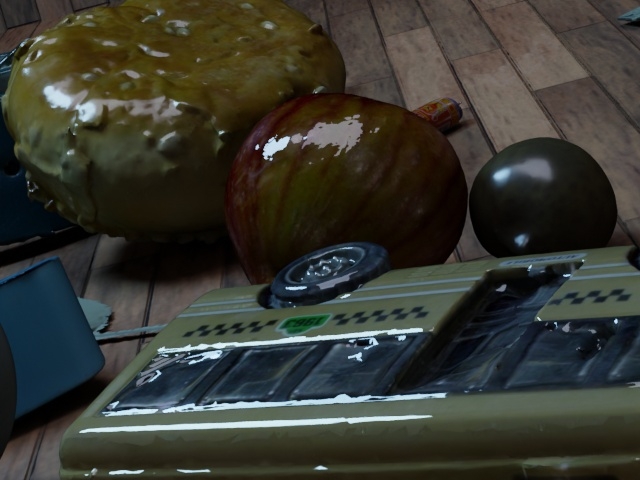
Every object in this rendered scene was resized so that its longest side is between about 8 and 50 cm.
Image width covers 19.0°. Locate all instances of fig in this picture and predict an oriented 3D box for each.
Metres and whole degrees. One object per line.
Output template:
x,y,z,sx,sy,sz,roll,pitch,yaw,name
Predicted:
-0.002,-0.003,1.362,0.175,0.175,0.207,5,51,50,fig

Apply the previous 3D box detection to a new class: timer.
-0.304,0.105,1.410,0.232,0.091,0.250,-29,8,-28,timer

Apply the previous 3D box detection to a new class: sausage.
0.093,-0.109,1.824,0.034,0.034,0.129,2,23,46,sausage

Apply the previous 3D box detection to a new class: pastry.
-0.128,-0.098,1.695,0.284,0.184,0.316,30,42,34,pastry

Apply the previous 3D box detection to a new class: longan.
0.158,-0.022,1.367,0.113,0.092,0.113,-5,40,4,longan

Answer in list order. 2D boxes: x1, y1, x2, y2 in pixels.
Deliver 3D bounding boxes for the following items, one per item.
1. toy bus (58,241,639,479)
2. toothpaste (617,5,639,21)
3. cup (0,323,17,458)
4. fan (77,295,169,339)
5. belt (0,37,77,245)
0.074,0.108,0.854,0.365,0.177,0.202,-7,21,36,toy bus
0.421,-0.275,2.107,0.197,0.029,0.048,-22,14,-13,toothpaste
-0.299,0.119,1.090,0.205,0.205,0.312,-11,16,12,cup
-0.205,0.075,1.500,0.415,0.012,0.233,-9,18,24,fan
-0.335,-0.093,1.904,0.436,0.173,0.300,-19,15,-14,belt
